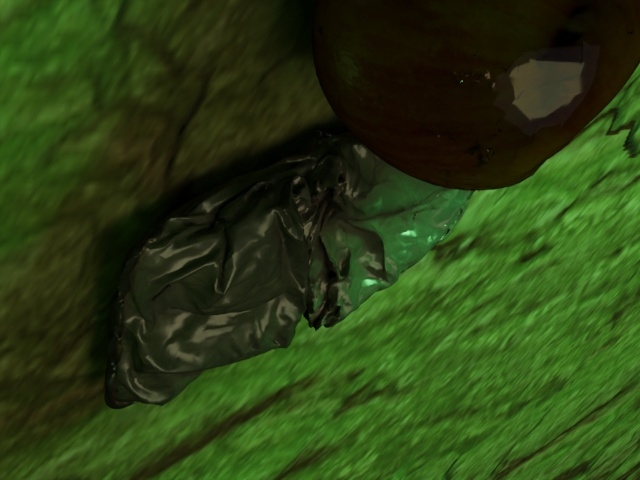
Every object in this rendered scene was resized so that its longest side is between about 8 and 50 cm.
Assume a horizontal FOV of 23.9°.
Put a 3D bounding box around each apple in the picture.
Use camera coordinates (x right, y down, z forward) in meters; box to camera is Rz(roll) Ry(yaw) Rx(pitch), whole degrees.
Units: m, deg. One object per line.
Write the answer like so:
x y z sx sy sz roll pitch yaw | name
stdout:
0.071 -0.087 0.638 0.146 0.146 0.146 -34 154 -20 | apple

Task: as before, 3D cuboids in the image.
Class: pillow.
0.000 0.000 0.767 0.248 0.049 0.135 -30 148 -33 | pillow
